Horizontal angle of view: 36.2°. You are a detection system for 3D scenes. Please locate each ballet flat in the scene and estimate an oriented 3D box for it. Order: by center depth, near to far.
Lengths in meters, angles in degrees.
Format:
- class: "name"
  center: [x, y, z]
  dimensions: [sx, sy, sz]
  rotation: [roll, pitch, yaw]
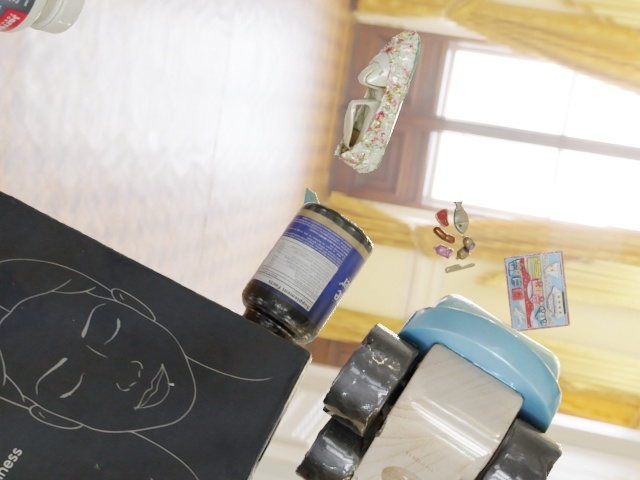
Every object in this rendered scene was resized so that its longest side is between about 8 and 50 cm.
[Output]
- class: "ballet flat"
  center: [0.087, -0.222, 1.541]
  dimensions: [0.091, 0.077, 0.240]
  rotation: [41, -64, 61]

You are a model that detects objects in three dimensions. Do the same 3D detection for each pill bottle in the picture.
- class: "pill bottle"
  center: [-0.319, -0.257, 0.933]
  dimensions: [0.180, 0.108, 0.107]
  rotation: [7, 94, -51]
- class: "pill bottle"
  center: [-0.032, 0.065, 1.364]
  dimensions: [0.219, 0.123, 0.123]
  rotation: [-56, 163, -13]

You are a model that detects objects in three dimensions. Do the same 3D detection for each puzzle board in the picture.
- class: "puzzle board"
  center: [0.358, 0.085, 1.617]
  dimensions: [0.011, 0.097, 0.128]
  rotation: [-63, 145, -81]

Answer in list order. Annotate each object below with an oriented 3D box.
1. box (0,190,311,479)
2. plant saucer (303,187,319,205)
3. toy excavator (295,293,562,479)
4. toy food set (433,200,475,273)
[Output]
- class: "box"
  center: [-0.336, 0.251, 1.073]
  dimensions: [0.480, 0.472, 0.297]
  rotation: [-60, 177, -44]
- class: "plant saucer"
  center: [0.000, 0.000, 1.550]
  dimensions: [0.192, 0.018, 0.067]
  rotation: [-109, -157, -46]
- class: "toy excavator"
  center: [0.175, 0.181, 1.181]
  dimensions: [0.445, 0.222, 0.433]
  rotation: [-47, 165, -39]
- class: "toy food set"
  center: [0.235, -0.007, 1.748]
  dimensions: [0.019, 0.078, 0.122]
  rotation: [118, -43, -84]
